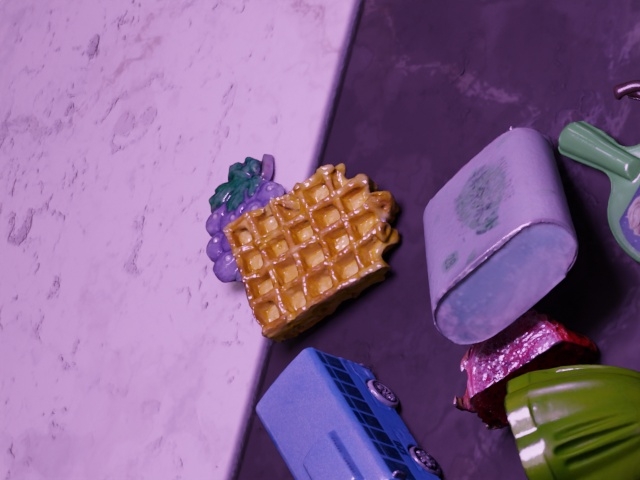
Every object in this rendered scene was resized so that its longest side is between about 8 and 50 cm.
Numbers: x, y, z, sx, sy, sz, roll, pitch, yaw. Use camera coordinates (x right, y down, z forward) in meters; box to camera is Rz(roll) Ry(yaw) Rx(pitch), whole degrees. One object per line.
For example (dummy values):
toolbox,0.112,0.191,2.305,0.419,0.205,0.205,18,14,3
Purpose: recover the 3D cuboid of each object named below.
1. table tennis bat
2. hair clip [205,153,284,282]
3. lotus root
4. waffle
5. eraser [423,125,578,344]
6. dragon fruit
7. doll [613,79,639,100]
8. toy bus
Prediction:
table tennis bat,0.338,-0.063,1.974,0.257,0.039,0.160,34,93,46
hair clip,-0.088,-0.028,2.396,0.124,0.052,0.195,-28,45,23
lotus root,0.285,0.189,1.837,0.186,0.186,0.186,-21,58,38
waffle,0.000,0.000,2.251,0.211,0.055,0.160,-33,62,20
eraser,0.184,-0.009,2.003,0.174,0.081,0.227,-44,18,19
dragon fruit,0.200,0.117,1.989,0.147,0.102,0.096,-37,56,16
doll,0.388,-0.166,1.948,0.165,0.057,0.139,22,75,32
toy bus,0.035,0.235,2.074,0.116,0.133,0.234,-50,44,16
